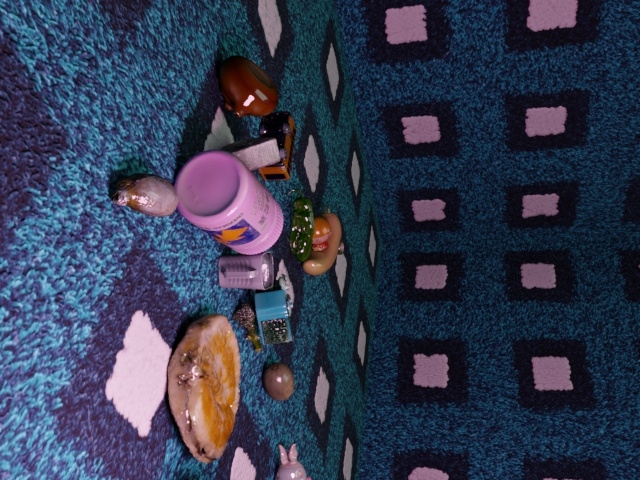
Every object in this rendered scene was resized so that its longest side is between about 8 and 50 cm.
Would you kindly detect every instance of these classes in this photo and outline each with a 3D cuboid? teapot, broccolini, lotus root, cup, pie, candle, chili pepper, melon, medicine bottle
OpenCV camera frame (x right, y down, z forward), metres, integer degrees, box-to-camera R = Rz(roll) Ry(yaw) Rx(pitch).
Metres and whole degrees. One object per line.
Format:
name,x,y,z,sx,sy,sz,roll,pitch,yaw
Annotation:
teapot,-0.206,-0.406,1.708,0.178,0.135,0.252,42,21,-31
broccolini,-0.189,0.258,1.807,0.216,0.058,0.067,73,20,-48
lotus root,-0.332,-0.088,1.230,0.165,0.088,0.088,12,77,-66
cup,-0.194,0.081,1.656,0.128,0.129,0.095,-24,111,-75
pie,-0.260,0.338,1.486,0.339,0.077,0.339,-5,90,-77
candle,-0.186,-0.218,1.651,0.192,0.168,0.068,-63,142,-66
chili pepper,-0.067,-0.050,2.259,0.074,0.100,0.257,-6,102,-59
melon,-0.127,0.431,1.958,0.098,0.098,0.131,-73,160,-52
medicine bottle,-0.207,-0.081,1.520,0.291,0.178,0.178,50,41,-68

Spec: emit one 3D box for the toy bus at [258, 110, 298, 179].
toy bus,-0.134,-0.294,1.997,0.114,0.098,0.201,65,28,-59

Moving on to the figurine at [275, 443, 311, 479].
figurine,-0.094,0.773,2.031,0.155,0.127,0.236,-55,137,-52

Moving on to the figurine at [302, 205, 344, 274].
figurine,0.000,0.000,2.466,0.324,0.124,0.222,-66,151,-52

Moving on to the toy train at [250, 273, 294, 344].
toy train,-0.135,0.203,1.837,0.203,0.112,0.163,81,-1,-47
